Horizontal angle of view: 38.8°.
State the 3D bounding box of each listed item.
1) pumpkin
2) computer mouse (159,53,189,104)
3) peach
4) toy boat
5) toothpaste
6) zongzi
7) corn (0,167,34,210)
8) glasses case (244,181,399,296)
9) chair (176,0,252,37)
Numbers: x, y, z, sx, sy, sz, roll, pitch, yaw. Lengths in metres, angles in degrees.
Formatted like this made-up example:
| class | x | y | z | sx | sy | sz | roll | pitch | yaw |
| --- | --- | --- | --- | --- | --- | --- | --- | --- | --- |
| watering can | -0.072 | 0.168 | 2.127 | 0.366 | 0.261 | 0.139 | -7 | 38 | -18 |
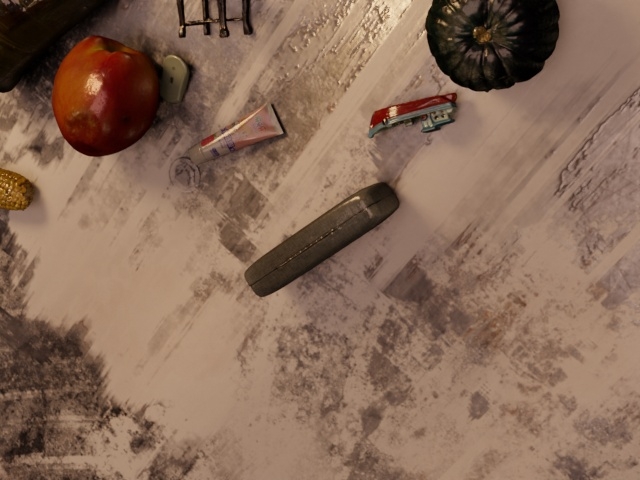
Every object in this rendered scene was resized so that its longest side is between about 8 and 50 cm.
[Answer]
| class | x | y | z | sx | sy | sz | roll | pitch | yaw |
| --- | --- | --- | --- | --- | --- | --- | --- | --- | --- |
| pumpkin | 0.281 | -0.352 | 1.488 | 0.221 | 0.162 | 0.220 | 10 | 119 | 19 |
| computer mouse | -0.288 | -0.319 | 1.803 | 0.056 | 0.032 | 0.110 | 29 | 123 | 14 |
| peach | -0.416 | -0.270 | 1.764 | 0.200 | 0.243 | 0.243 | 9 | 114 | -25 |
| toy boat | 0.165 | -0.217 | 1.623 | 0.173 | 0.069 | 0.058 | -11 | 92 | 20 |
| toothpaste | -0.169 | -0.202 | 1.784 | 0.195 | 0.043 | 0.067 | -23 | 92 | 20 |
| zongzi | -0.629 | -0.570 | 1.802 | 0.403 | 0.208 | 0.432 | -32 | 79 | 21 |
| corn | -0.763 | -0.133 | 2.014 | 0.293 | 0.106 | 0.106 | 12 | 108 | 17 |
| glasses case | 0.000 | 0.000 | 1.716 | 0.323 | 0.131 | 0.074 | -34 | 87 | 26 |
| chair | -0.208 | -0.492 | 1.681 | 0.113 | 0.106 | 0.229 | 2 | 106 | 23 |
